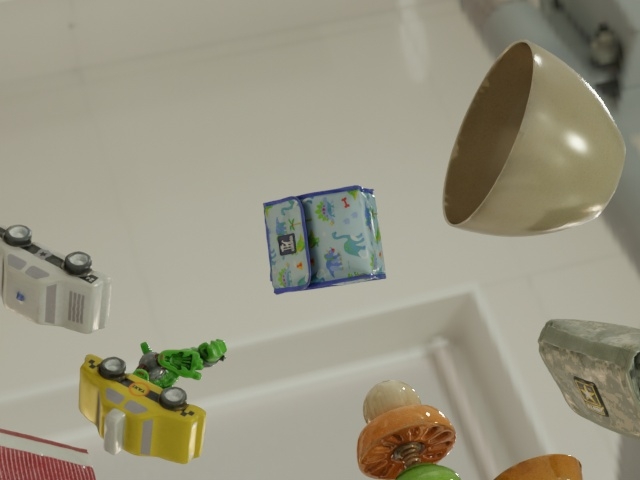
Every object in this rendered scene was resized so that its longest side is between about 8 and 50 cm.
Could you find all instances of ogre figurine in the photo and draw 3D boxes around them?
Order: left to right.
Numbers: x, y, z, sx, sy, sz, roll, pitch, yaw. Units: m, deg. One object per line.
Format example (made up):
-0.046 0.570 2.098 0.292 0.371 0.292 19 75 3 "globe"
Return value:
-0.228 0.187 2.188 0.097 0.197 0.118 48 -5 -1 "ogre figurine"

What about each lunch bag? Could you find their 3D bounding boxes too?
0.000 0.000 2.070 0.096 0.151 0.129 8 75 -71 "lunch bag"
0.485 0.215 2.338 0.235 0.287 0.169 17 -97 63 "lunch bag"

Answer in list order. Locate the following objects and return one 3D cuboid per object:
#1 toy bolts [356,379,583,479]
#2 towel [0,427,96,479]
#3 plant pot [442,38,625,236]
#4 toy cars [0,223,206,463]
0.137 0.240 1.595 0.228 0.218 0.158 97 -20 -49 "toy bolts"
-0.432 0.440 2.389 0.037 0.237 0.329 -44 -136 28 "towel"
0.321 -0.121 2.223 0.284 0.191 0.284 -160 -90 -79 "plant pot"
-0.302 0.142 1.969 0.176 0.087 0.394 -28 -80 41 "toy cars"
